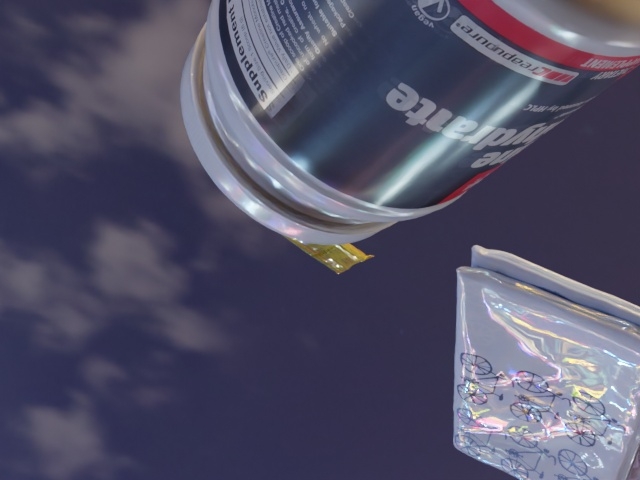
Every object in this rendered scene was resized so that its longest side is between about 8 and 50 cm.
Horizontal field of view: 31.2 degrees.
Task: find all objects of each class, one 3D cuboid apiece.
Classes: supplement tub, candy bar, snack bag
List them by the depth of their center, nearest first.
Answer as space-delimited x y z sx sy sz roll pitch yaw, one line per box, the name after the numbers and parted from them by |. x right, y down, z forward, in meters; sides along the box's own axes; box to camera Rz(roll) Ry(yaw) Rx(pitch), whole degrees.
0.055 -0.126 0.615 0.191 0.191 0.272 23 -34 -21 | supplement tub
0.271 0.165 0.975 0.342 0.037 0.323 22 -33 20 | snack bag
0.000 0.000 1.055 0.040 0.018 0.161 -25 -30 19 | candy bar
